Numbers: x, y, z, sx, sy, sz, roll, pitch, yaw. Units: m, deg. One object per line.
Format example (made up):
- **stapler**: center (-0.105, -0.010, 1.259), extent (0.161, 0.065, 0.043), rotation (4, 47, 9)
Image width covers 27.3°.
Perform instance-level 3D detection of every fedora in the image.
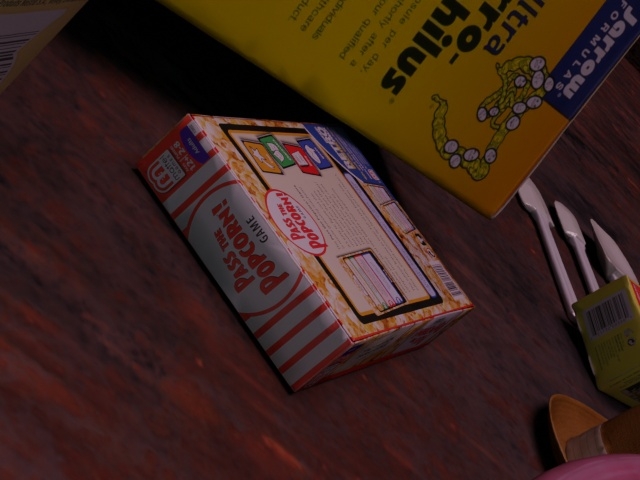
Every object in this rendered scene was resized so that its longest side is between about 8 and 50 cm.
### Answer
- **fedora**: center (0.234, 0.162, 0.876), extent (0.194, 0.079, 0.194), rotation (41, 22, -21)

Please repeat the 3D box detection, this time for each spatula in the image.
- **spatula**: center (0.252, 0.029, 1.219), extent (0.168, 0.019, 0.242), rotation (39, 23, -28)

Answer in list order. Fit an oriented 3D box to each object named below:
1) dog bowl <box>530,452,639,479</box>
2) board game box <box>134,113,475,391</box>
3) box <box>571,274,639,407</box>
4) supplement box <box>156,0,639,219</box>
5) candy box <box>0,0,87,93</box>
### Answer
- **dog bowl**: center (0.164, 0.219, 0.366), extent (0.408, 0.150, 0.408), rotation (25, 18, -9)
- **board game box**: center (0.000, 0.000, 0.738), extent (0.146, 0.045, 0.193), rotation (54, 21, 13)
- **box**: center (0.305, 0.113, 1.111), extent (0.232, 0.058, 0.087), rotation (29, 38, -39)
- **supplement box**: center (0.018, -0.197, 0.849), extent (0.356, 0.195, 0.194), rotation (29, 13, -41)
- **candy box**: center (-0.117, -0.190, 0.458), extent (0.183, 0.316, 0.087), rotation (51, 22, 2)
